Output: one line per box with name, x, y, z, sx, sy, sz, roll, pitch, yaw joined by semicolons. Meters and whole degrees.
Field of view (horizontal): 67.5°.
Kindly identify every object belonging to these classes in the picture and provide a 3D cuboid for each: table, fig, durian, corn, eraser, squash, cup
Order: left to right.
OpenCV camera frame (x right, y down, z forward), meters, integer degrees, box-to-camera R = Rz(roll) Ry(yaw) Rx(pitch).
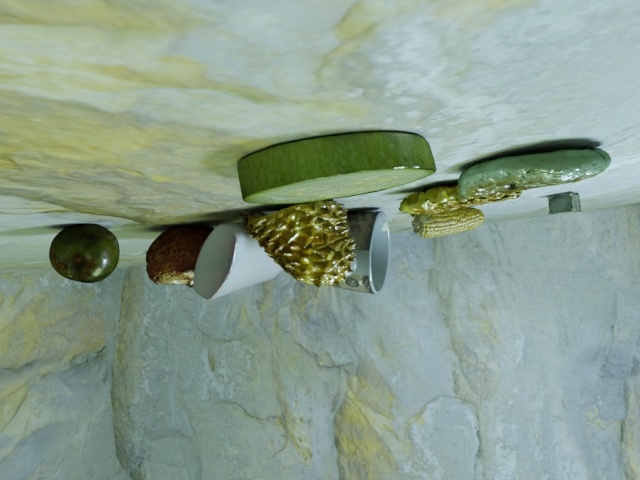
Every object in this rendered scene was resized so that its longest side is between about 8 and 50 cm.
fig;-0.477;0.030;1.015;0.133;0.126;0.185;-20;173;2
eraser;-0.168;0.035;1.139;0.095;0.174;0.270;31;-161;19
durian;-0.006;0.010;1.077;0.186;0.195;0.305;-18;169;40
cup;0.037;0.042;1.311;0.257;0.227;0.301;0;-167;20
squash;0.021;-0.088;0.626;0.252;0.048;0.252;-9;178;0
corn;0.416;-0.062;1.557;0.260;0.091;0.091;-6;-148;-23
table;0.768;-0.117;1.515;0.079;0.062;0.083;-9;177;42

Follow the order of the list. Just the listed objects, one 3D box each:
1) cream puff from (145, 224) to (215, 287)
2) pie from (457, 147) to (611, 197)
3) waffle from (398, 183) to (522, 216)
cream puff;-0.326;0.041;1.230;0.240;0.163;0.240;0;163;0
pie;0.346;-0.110;0.792;0.241;0.054;0.240;-7;179;0
waffle;0.293;-0.091;1.062;0.291;0.051;0.291;-7;178;0
